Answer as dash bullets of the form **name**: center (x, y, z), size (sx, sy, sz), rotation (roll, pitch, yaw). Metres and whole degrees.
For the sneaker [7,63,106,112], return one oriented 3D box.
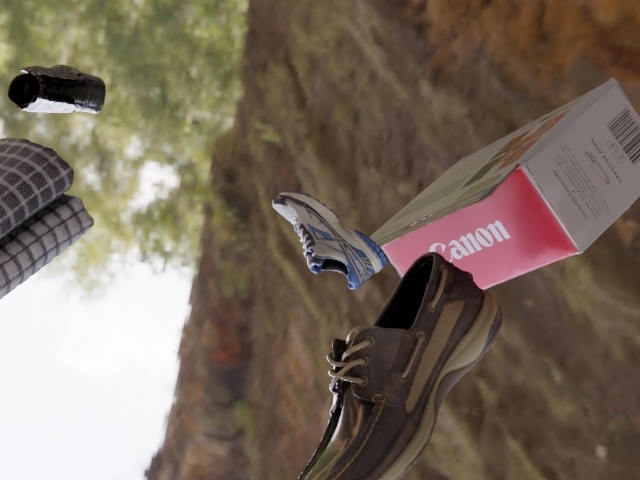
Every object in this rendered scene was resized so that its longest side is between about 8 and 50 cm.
- **sneaker**: center (-0.281, -0.156, 1.518), size (0.089, 0.051, 0.170), rotation (3, -174, -35)

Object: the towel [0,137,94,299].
- **towel**: center (-0.401, -0.005, 1.480), size (0.284, 0.121, 0.235), rotation (5, -142, 42)

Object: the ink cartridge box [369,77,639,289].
- **ink cartridge box**: center (0.215, -0.030, 1.789), size (0.272, 0.130, 0.309), rotation (-39, -173, -33)

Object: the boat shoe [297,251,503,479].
- **boat shoe**: center (0.062, 0.149, 1.607), size (0.132, 0.130, 0.355), rotation (-25, -160, 49)

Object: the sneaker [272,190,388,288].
- **sneaker**: center (0.000, 0.000, 1.522), size (0.135, 0.058, 0.052), rotation (35, 165, 15)
